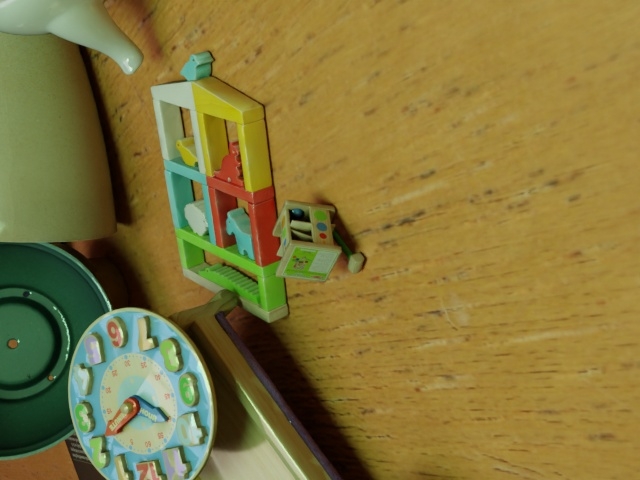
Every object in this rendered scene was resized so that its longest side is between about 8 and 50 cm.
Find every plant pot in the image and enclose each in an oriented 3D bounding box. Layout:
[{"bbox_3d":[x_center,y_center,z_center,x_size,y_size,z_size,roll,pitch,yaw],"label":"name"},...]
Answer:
[{"bbox_3d":[-0.435,0.146,1.370,0.293,0.293,0.196,68,165,0],"label":"plant pot"},{"bbox_3d":[-0.398,-0.150,1.317,0.256,0.257,0.273,12,101,52],"label":"plant pot"}]

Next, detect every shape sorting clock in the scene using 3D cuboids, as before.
[{"bbox_3d":[-0.196,0.174,1.051,0.206,0.040,0.206,5,101,30],"label":"shape sorting clock"}]

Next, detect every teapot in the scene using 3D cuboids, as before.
[{"bbox_3d":[-0.306,-0.346,1.105,0.253,0.187,0.256,21,100,26],"label":"teapot"}]

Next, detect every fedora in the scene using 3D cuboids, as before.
[{"bbox_3d":[-0.349,0.080,1.492,0.194,0.079,0.194,21,122,38],"label":"fedora"}]

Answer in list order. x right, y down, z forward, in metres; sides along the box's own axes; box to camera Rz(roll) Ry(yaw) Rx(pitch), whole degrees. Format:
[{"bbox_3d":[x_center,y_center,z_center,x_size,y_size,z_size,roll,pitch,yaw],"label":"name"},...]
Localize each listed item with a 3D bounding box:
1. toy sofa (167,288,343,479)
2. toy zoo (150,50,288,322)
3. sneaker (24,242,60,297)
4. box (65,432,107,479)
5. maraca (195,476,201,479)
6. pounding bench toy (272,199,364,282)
[{"bbox_3d":[-0.057,0.240,1.106,0.150,0.177,0.362,-46,74,29],"label":"toy sofa"},{"bbox_3d":[-0.119,-0.068,1.122,0.192,0.030,0.293,23,127,48],"label":"toy zoo"},{"bbox_3d":[-0.452,0.057,1.605,0.153,0.099,0.282,56,152,26],"label":"sneaker"},{"bbox_3d":[-0.251,0.418,1.496,0.191,0.143,0.381,-10,98,56],"label":"box"},{"bbox_3d":[-0.126,0.320,1.187,0.185,0.127,0.099,64,-176,20],"label":"maraca"},{"bbox_3d":[0.000,0.000,0.978,0.052,0.083,0.065,116,156,-46],"label":"pounding bench toy"}]
